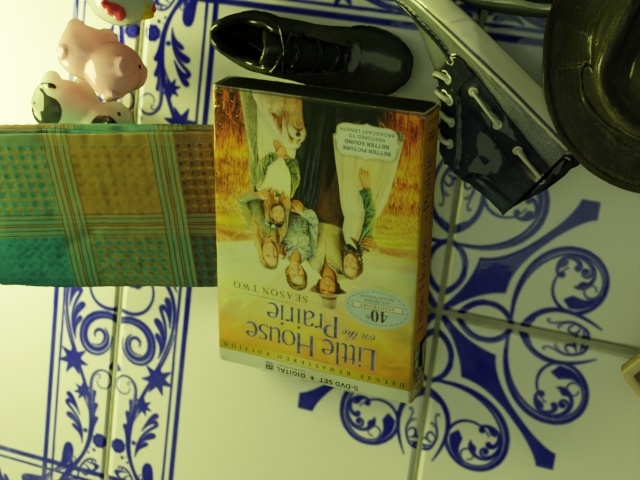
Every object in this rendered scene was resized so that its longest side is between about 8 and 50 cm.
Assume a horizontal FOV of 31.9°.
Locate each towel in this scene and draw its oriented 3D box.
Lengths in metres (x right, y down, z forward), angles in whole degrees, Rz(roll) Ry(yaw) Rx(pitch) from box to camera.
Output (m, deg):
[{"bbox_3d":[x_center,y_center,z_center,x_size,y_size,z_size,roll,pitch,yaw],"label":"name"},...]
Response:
[{"bbox_3d":[-0.317,-0.047,1.614,0.370,0.040,0.271,0,122,4],"label":"towel"}]

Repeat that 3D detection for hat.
[{"bbox_3d":[0.381,-0.212,1.263,0.331,0.134,0.331,3,96,28],"label":"hat"}]

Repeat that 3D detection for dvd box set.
[{"bbox_3d":[0.000,0.000,1.529,0.308,0.062,0.420,11,116,21],"label":"dvd box set"}]

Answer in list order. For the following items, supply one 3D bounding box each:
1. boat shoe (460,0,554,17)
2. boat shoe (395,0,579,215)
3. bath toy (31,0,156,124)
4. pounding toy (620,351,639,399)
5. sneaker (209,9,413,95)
[{"bbox_3d":[0.281,-0.322,1.415,0.233,0.084,0.079,5,93,16],"label":"boat shoe"},{"bbox_3d":[0.183,-0.185,1.443,0.340,0.127,0.158,46,103,6],"label":"boat shoe"},{"bbox_3d":[-0.317,-0.233,1.590,0.151,0.129,0.348,12,123,-23],"label":"bath toy"},{"bbox_3d":[0.486,0.132,1.422,0.206,0.094,0.181,-40,80,12],"label":"pounding toy"},{"bbox_3d":[-0.019,-0.248,1.506,0.286,0.130,0.109,10,100,16],"label":"sneaker"}]
